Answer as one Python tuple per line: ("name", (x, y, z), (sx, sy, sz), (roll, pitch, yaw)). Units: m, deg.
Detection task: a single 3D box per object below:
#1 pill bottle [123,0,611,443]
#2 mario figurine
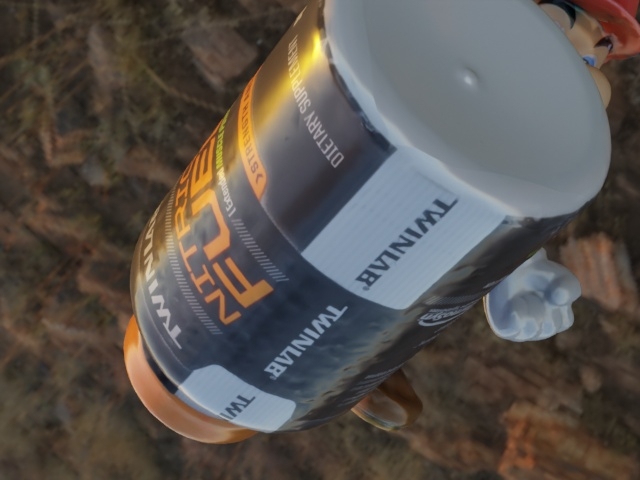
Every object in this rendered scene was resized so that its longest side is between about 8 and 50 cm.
("pill bottle", (0.000, 0.000, 0.549), (0.130, 0.130, 0.246), (40, 134, -2))
("mario figurine", (0.089, -0.040, 0.739), (0.170, 0.320, 0.198), (32, -176, 18))
